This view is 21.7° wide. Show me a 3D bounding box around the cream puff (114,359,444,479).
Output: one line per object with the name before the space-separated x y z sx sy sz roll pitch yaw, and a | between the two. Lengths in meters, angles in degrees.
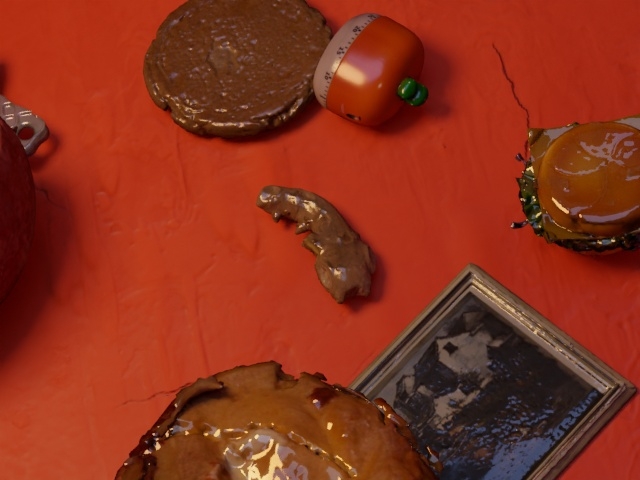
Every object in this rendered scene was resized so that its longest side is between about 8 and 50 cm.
cream puff | -0.039 0.290 1.548 0.350 0.229 0.350 3 42 -3

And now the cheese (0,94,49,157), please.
cheese | -0.434 -0.179 1.964 0.286 0.082 0.163 28 70 19

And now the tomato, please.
tomato | -0.410 0.011 1.801 0.309 0.170 0.309 -25 48 30

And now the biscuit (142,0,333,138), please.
biscuit | -0.094 -0.208 1.942 0.225 0.042 0.226 -3 62 6

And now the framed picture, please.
framed picture | 0.140 0.182 1.700 0.232 0.019 0.296 38 73 25

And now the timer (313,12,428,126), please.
timer | 0.067 -0.184 1.875 0.136 0.099 0.136 -2 74 6

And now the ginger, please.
ginger | 0.002 -0.003 1.812 0.069 0.051 0.173 -32 56 -15

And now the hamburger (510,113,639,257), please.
hamburger | 0.298 -0.053 1.762 0.189 0.093 0.164 1 63 11
